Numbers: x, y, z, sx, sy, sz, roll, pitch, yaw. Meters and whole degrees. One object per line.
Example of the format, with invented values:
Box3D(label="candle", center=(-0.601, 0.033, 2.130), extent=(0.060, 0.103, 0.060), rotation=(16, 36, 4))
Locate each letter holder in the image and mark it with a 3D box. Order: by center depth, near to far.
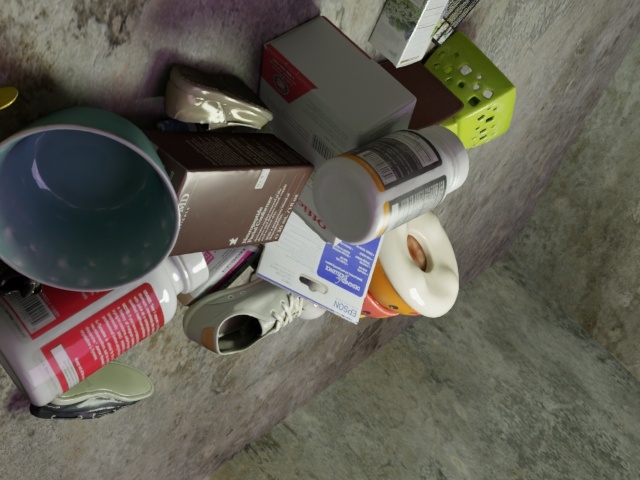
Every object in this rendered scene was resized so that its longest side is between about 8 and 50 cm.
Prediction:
Box3D(label="letter holder", center=(0.157, -0.281, 2.046), extent=(0.302, 0.214, 0.152), rotation=(-26, 153, -40))

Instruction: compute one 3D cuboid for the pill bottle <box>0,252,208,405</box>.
Box3D(label="pill bottle", center=(-0.428, 0.113, 1.700), extent=(0.408, 0.229, 0.229), rotation=(-34, 158, -24))

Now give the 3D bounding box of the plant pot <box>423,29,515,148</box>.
Box3D(label="plant pot", center=(0.338, -0.352, 2.254), extent=(0.207, 0.227, 0.228), rotation=(-34, 159, -8))

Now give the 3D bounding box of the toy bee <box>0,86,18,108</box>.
Box3D(label="toy bee", center=(-0.500, -0.155, 1.142), extent=(0.195, 0.162, 0.298), rotation=(-42, 160, 0))

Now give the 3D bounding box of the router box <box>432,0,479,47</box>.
Box3D(label="router box", center=(0.301, -0.544, 2.047), extent=(0.179, 0.046, 0.133), rotation=(-49, 159, 13))

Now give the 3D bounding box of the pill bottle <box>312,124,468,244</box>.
Box3D(label="pill bottle", center=(0.133, -0.110, 1.610), extent=(0.278, 0.162, 0.162), rotation=(-25, 153, -38))

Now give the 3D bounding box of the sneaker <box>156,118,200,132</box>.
Box3D(label="sneaker", center=(-0.307, -0.142, 1.664), extent=(0.081, 0.080, 0.211), rotation=(-1, 124, -53))

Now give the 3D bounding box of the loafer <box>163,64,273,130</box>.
Box3D(label="loafer", center=(-0.193, -0.250, 1.632), extent=(0.092, 0.102, 0.268), rotation=(-50, 150, 20))

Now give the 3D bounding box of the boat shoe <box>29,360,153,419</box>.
Box3D(label="boat shoe", center=(-0.551, 0.376, 2.132), extent=(0.113, 0.127, 0.340), rotation=(-50, 157, 20))

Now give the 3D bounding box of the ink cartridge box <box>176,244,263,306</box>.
Box3D(label="ink cartridge box", center=(-0.241, 0.049, 2.092), extent=(0.235, 0.088, 0.193), rotation=(-45, 170, 4))

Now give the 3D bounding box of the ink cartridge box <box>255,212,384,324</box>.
Box3D(label="ink cartridge box", center=(0.000, 0.000, 2.070), extent=(0.072, 0.303, 0.307), rotation=(-7, -120, 56))

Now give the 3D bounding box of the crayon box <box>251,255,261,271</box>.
Box3D(label="crayon box", center=(-0.051, -0.001, 2.234), extent=(0.278, 0.165, 0.081), rotation=(-37, 140, -8))

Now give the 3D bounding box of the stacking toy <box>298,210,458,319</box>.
Box3D(label="stacking toy", center=(0.104, 0.105, 2.425), extent=(0.480, 0.350, 0.350), rotation=(-26, 172, 34))

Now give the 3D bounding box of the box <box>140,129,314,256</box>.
Box3D(label="box", center=(-0.196, -0.093, 1.658), extent=(0.381, 0.143, 0.191), rotation=(-8, 132, -54))

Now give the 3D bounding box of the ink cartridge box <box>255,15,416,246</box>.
Box3D(label="ink cartridge box", center=(0.012, -0.215, 1.819), extent=(0.160, 0.279, 0.384), rotation=(-35, 158, -27))

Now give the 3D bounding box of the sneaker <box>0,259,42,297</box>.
Box3D(label="sneaker", center=(-0.490, 0.020, 1.549), extent=(0.227, 0.130, 0.087), rotation=(-35, 160, -29))

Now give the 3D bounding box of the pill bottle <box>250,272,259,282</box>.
Box3D(label="pill bottle", center=(-0.120, 0.101, 2.472), extent=(0.137, 0.078, 0.078), rotation=(-28, 155, -36))

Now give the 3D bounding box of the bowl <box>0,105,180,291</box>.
Box3D(label="bowl", center=(-0.373, -0.086, 1.403), extent=(0.311, 0.163, 0.311), rotation=(-2, 127, -3))

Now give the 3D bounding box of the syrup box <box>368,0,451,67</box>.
Box3D(label="syrup box", center=(0.203, -0.495, 1.890), extent=(0.096, 0.093, 0.237), rotation=(-27, 154, -40))

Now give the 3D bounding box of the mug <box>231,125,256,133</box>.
Box3D(label="mug", center=(-0.161, -0.204, 1.827), extent=(0.078, 0.062, 0.064), rotation=(-42, 153, -23))

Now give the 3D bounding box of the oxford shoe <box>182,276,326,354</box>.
Box3D(label="oxford shoe", center=(-0.104, 0.149, 2.094), extent=(0.449, 0.130, 0.169), rotation=(-23, 132, -26))
